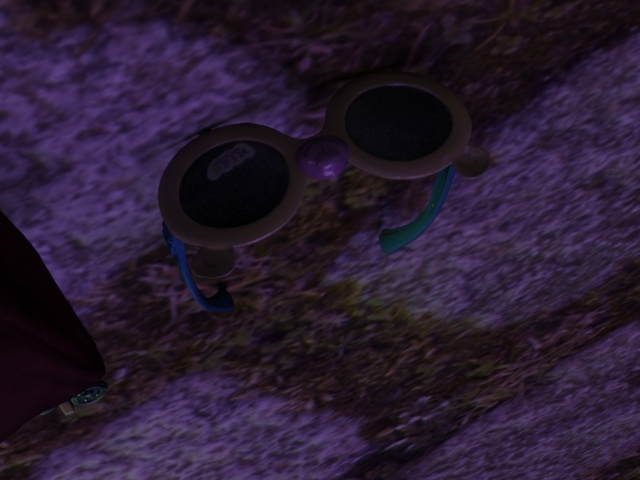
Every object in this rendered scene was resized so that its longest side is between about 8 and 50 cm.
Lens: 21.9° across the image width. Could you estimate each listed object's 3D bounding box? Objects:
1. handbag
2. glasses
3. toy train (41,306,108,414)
[{"bbox_3d":[-0.221,0.034,0.825,0.135,0.146,0.225,-33,154,6],"label":"handbag"},{"bbox_3d":[-0.012,-0.027,1.020,0.189,0.088,0.220,-22,172,-11],"label":"glasses"},{"bbox_3d":[-0.176,0.080,1.055,0.064,0.044,0.103,-22,150,-3],"label":"toy train"}]
